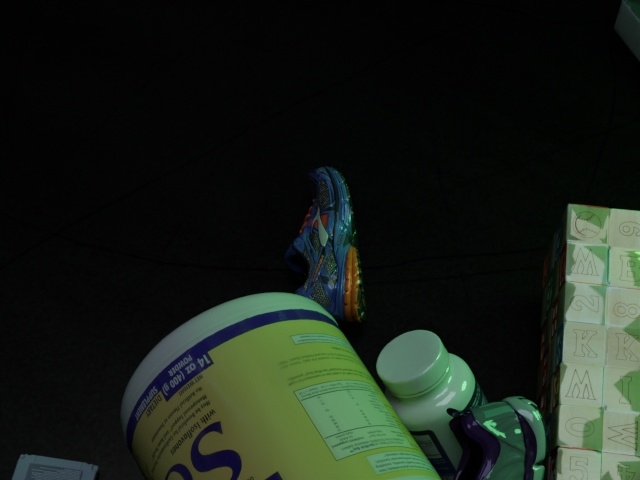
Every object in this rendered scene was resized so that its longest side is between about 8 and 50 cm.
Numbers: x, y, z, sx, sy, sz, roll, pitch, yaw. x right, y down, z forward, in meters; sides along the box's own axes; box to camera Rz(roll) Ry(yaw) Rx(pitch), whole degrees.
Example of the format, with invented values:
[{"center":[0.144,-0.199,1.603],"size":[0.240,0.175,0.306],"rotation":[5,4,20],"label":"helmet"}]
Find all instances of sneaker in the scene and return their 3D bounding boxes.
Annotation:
[{"center":[0.163,0.263,1.255],"size":[0.098,0.083,0.223],"rotation":[-3,86,-22],"label":"sneaker"},{"center":[0.000,0.000,1.518],"size":[0.087,0.083,0.221],"rotation":[-7,48,2],"label":"sneaker"}]

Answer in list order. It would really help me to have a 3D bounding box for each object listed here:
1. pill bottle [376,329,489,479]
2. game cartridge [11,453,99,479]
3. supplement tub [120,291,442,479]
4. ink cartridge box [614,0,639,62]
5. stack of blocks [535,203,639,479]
[{"center":[0.120,0.171,1.312],"size":[0.094,0.169,0.094],"rotation":[-20,35,15],"label":"pill bottle"},{"center":[-0.273,0.249,1.342],"size":[0.083,0.017,0.056],"rotation":[8,48,4],"label":"game cartridge"},{"center":[-0.019,0.238,1.218],"size":[0.241,0.241,0.331],"rotation":[-22,55,-19],"label":"supplement tub"},{"center":[0.540,-0.212,1.724],"size":[0.165,0.065,0.332],"rotation":[-16,55,-16],"label":"ink cartridge box"},{"center":[0.278,0.132,1.360],"size":[0.087,0.171,0.297],"rotation":[6,69,3],"label":"stack of blocks"}]
